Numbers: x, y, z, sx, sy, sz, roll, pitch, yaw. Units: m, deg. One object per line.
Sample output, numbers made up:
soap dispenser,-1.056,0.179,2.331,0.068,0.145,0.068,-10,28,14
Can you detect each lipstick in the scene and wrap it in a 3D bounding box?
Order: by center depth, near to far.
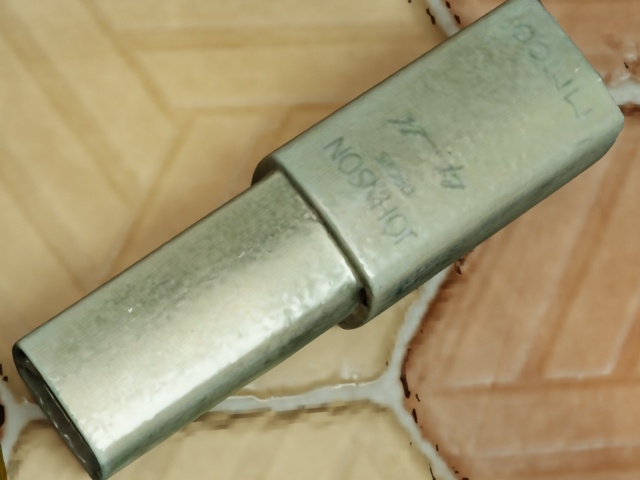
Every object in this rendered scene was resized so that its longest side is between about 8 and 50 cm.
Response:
lipstick,0.000,0.000,0.682,0.253,0.077,0.079,-35,83,-18

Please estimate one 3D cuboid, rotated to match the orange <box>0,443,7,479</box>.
orange,-0.198,0.124,0.566,0.179,0.158,0.237,5,74,-5
